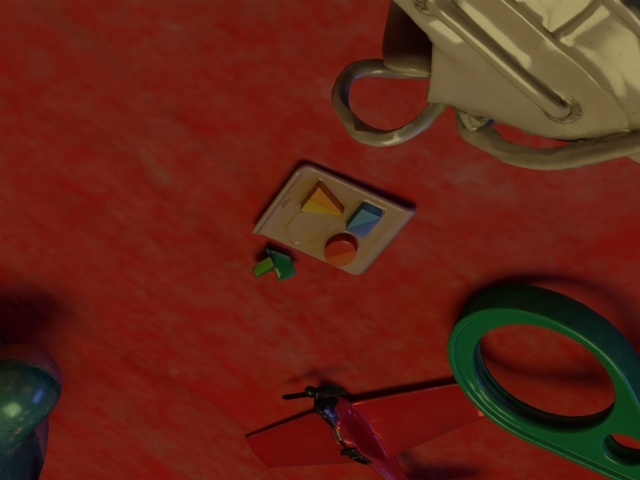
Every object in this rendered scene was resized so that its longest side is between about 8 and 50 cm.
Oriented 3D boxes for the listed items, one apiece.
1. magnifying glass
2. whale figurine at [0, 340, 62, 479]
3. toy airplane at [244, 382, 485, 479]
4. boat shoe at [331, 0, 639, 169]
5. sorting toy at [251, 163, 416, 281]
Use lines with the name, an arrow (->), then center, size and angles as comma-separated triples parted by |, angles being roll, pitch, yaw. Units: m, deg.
magnifying glass -> 0.159, 0.104, 0.854 | 0.231, 0.026, 0.092 | 42, 139, -9
whale figurine -> -0.239, 0.084, 0.855 | 0.216, 0.141, 0.272 | 3, 141, 6
toy airplane -> 0.033, 0.121, 0.947 | 0.151, 0.028, 0.151 | 6, 143, 5
boat shoe -> 0.069, -0.089, 0.592 | 0.367, 0.136, 0.156 | 34, 135, -25
sorting toy -> 0.000, 0.000, 0.812 | 0.062, 0.012, 0.083 | 20, 140, -16
